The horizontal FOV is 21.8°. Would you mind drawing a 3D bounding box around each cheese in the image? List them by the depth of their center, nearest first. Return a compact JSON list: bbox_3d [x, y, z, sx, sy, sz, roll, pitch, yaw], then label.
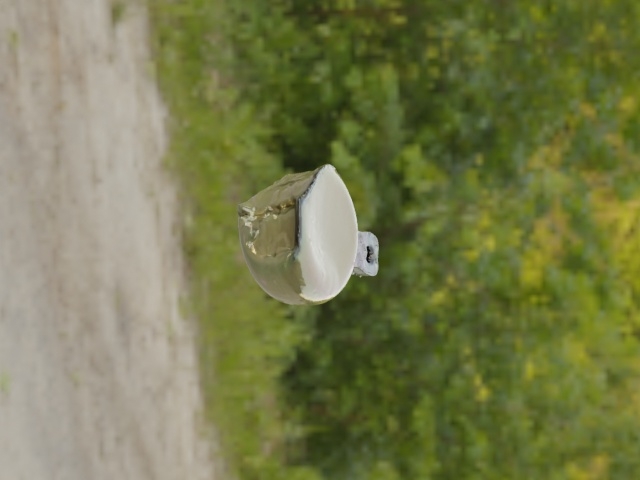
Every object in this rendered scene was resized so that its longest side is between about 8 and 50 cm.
[{"bbox_3d":[-0.001,-0.007,1.125,0.171,0.047,0.092,-23,108,-64],"label":"cheese"}]
